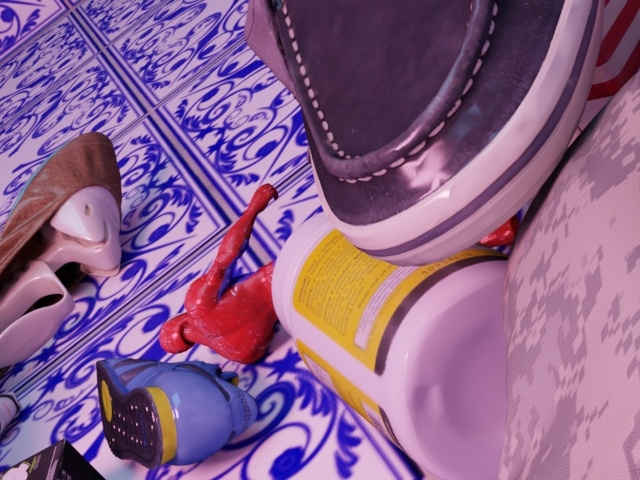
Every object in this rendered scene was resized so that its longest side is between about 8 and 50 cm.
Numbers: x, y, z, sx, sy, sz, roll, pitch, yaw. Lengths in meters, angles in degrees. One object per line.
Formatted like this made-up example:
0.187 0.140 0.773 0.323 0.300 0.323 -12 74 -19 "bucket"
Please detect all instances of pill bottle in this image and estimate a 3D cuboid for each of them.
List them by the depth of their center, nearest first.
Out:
0.052 0.048 0.719 0.119 0.119 0.208 -41 25 -9 "pill bottle"

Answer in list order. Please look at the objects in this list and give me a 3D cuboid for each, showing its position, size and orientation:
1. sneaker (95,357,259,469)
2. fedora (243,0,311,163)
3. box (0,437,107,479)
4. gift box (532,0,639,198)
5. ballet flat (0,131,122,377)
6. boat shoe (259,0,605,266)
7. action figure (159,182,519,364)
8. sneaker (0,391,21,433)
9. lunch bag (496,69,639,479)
-0.107 0.118 0.895 0.082 0.069 0.209 -10 4 -24 "sneaker"
0.016 -0.212 1.086 0.275 0.124 0.244 -53 4 48 "fedora"
-0.195 0.189 0.868 0.083 0.062 0.052 -28 27 17 "box"
0.157 -0.200 0.854 0.258 0.255 0.276 -6 47 51 "gift box"
-0.273 0.032 1.220 0.124 0.116 0.342 14 52 35 "ballet flat"
0.023 -0.207 0.652 0.186 0.156 0.500 -31 46 36 "boat shoe"
0.000 0.000 0.914 0.280 0.091 0.139 -26 33 20 "action figure"
-0.308 0.162 1.112 0.109 0.040 0.044 -16 15 32 "sneaker"
0.168 0.055 0.444 0.256 0.212 0.305 -43 16 30 "lunch bag"
